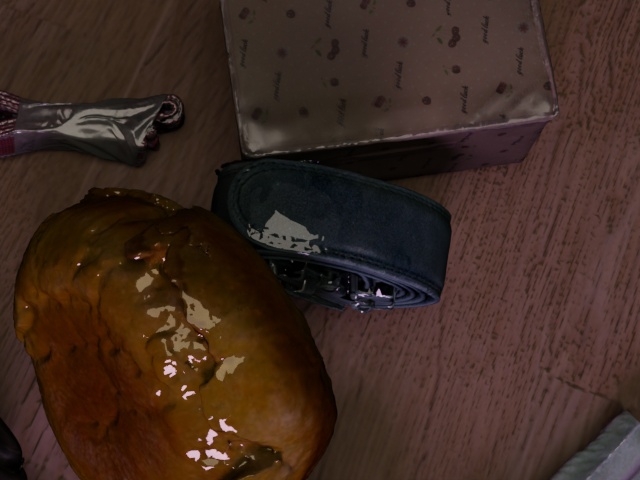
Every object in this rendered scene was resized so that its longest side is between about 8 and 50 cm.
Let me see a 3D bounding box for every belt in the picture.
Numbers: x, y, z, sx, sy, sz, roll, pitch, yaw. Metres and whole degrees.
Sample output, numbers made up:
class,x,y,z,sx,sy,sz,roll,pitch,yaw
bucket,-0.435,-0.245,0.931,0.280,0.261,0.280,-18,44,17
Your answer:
class,x,y,z,sx,sy,sz,roll,pitch,yaw
belt,-0.252,-0.114,1.491,0.232,0.053,0.071,-1,70,-3
belt,0.000,0.000,1.377,0.206,0.267,0.116,-1,75,40

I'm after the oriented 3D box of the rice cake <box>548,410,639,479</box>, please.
class,x,y,z,sx,sy,sz,roll,pitch,yaw
rice cake,0.217,0.289,1.432,0.290,0.051,0.081,-47,117,-10

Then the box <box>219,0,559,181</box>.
class,x,y,z,sx,sy,sz,roll,pitch,yaw
box,0.053,-0.179,1.451,0.297,0.190,0.225,-8,78,-6

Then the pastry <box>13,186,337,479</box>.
class,x,y,z,sx,sy,sz,roll,pitch,yaw
pastry,-0.138,0.116,1.305,0.356,0.356,0.164,48,52,7

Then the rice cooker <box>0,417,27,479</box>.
class,x,y,z,sx,sy,sz,roll,pitch,yaw
rice cooker,-0.410,0.203,1.310,0.316,0.264,0.317,0,86,-7
